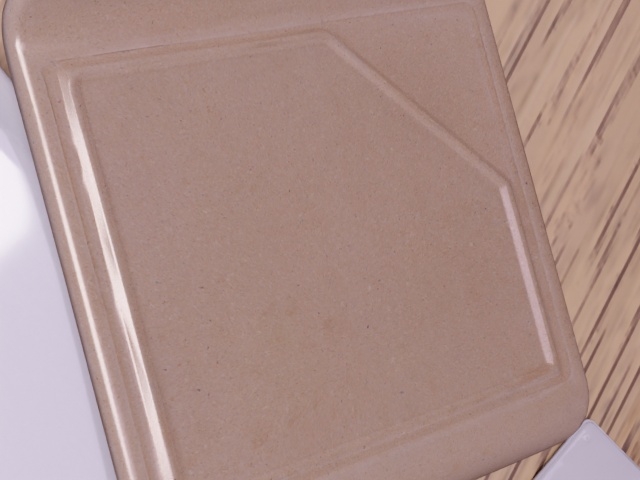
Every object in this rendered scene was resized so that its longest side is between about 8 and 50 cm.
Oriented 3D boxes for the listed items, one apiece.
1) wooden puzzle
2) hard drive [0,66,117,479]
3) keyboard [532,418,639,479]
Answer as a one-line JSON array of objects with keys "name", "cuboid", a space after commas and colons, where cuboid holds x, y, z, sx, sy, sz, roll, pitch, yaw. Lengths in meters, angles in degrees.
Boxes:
[{"name": "wooden puzzle", "cuboid": [0.000, 0.000, 0.456, 0.221, 0.044, 0.239, -15, 94, -30]}, {"name": "hard drive", "cuboid": [-0.129, 0.108, 0.446, 0.233, 0.047, 0.353, -42, 104, -10]}, {"name": "keyboard", "cuboid": [0.072, 0.204, 0.531, 0.072, 0.014, 0.256, 43, 81, -9]}]
